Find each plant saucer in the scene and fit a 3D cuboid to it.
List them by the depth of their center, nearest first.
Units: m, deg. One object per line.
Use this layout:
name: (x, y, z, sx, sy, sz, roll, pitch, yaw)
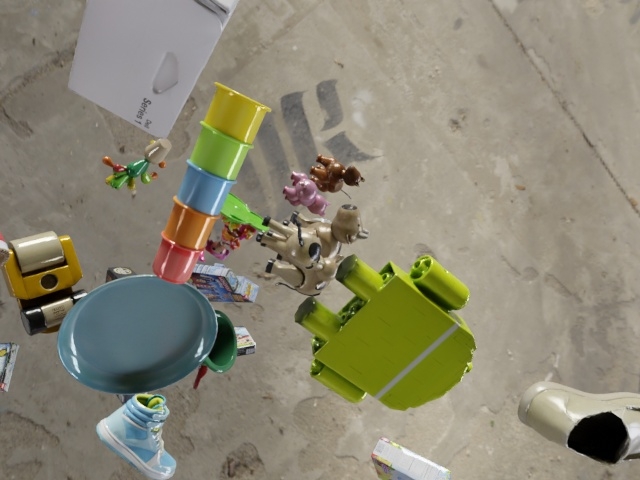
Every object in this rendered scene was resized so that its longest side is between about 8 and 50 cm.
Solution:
plant saucer: (-0.382, 0.197, 1.057, 0.317, 0.044, 0.318, -12, 125, -18)

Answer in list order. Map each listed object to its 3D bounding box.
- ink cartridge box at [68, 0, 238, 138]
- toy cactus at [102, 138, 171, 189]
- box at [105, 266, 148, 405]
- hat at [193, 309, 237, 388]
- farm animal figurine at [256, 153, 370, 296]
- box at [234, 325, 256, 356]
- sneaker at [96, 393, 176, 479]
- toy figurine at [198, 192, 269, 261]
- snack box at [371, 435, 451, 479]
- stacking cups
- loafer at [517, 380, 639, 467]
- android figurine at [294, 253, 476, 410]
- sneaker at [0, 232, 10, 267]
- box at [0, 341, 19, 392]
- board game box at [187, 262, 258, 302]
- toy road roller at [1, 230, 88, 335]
ink cartridge box: (-0.150, -0.285, 0.547, 0.117, 0.201, 0.278, 26, 54, -21)
toy cactus: (-0.450, -0.209, 1.268, 0.112, 0.180, 0.219, 56, 31, -5)
box: (-0.688, 0.332, 1.769, 0.097, 0.318, 0.396, 1, 108, -45)
hat: (-0.366, 0.325, 1.469, 0.173, 0.183, 0.209, 23, 55, -57)
farm animal figurine: (0.000, 0.000, 1.014, 0.172, 0.327, 0.330, 26, 43, 6)
box: (-0.325, 0.333, 1.595, 0.206, 0.114, 0.036, -4, 119, -31)
sneaker: (-0.543, 0.634, 1.630, 0.208, 0.127, 0.319, -44, 119, -9)
toy figurine: (-0.233, -0.014, 1.149, 0.173, 0.130, 0.159, 31, 110, -22)
snack box: (0.253, 0.646, 1.370, 0.070, 0.206, 0.175, -55, 146, -31)
stacking cups: (-0.187, -0.085, 0.791, 0.095, 0.096, 0.317, 22, 104, -22)
loafer: (0.416, 0.277, 0.715, 0.268, 0.092, 0.102, 11, 106, -13)
android figurine: (0.104, 0.139, 0.703, 0.272, 0.056, 0.248, 36, 107, -20)
sneaker: (-0.359, 0.015, 0.493, 0.118, 0.042, 0.067, -33, 70, 14)
box: (-0.673, 0.253, 0.970, 0.136, 0.027, 0.094, -6, 59, 2)
board game box: (-0.294, 0.127, 1.493, 0.193, 0.194, 0.060, 6, 57, 12)
toy road roller: (-0.924, 0.146, 1.645, 0.202, 0.240, 0.330, -21, 102, -41)
